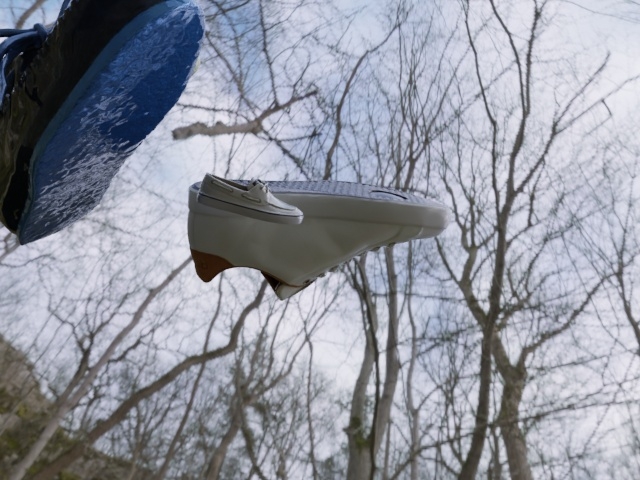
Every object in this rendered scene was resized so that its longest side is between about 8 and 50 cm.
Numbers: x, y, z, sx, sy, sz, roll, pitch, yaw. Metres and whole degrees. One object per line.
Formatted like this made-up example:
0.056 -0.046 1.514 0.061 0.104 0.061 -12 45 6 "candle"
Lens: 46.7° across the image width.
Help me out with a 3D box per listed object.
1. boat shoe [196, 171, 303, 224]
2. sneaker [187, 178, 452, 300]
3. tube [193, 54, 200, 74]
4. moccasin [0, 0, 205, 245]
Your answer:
-0.061 -0.040 0.682 0.100 0.035 0.035 14 -79 -8 "boat shoe"
0.000 0.000 0.805 0.290 0.106 0.123 0 -76 -16 "sneaker"
-0.205 -0.286 0.914 0.062 0.240 0.070 -36 -107 -8 "tube"
-0.206 -0.100 0.551 0.342 0.138 0.116 -34 -92 46 "moccasin"
